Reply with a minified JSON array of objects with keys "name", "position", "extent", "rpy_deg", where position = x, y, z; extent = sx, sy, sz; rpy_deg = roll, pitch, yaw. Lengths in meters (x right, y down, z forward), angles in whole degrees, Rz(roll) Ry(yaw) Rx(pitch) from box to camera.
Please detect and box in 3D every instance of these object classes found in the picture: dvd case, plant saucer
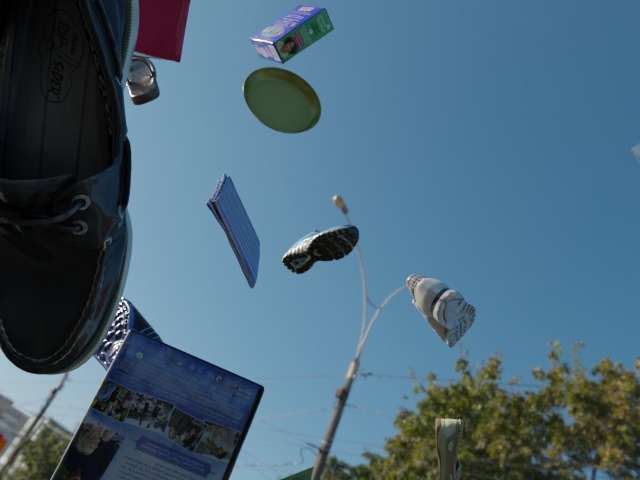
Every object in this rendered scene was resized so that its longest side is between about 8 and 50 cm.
[{"name":"dvd case","position":[-0.191,0.249,0.701],"extent":[0.180,0.253,0.022],"rpy_deg":[25,-27,-6]},{"name":"plant saucer","position":[-0.114,-0.401,1.804],"extent":[0.241,0.241,0.037],"rpy_deg":[31,-37,-5]}]

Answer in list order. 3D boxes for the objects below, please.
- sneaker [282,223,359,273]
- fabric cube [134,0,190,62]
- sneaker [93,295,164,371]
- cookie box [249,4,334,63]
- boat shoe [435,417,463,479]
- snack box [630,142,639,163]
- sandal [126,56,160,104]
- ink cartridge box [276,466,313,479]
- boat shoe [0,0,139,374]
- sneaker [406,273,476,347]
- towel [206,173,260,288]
[{"name":"sneaker","position":[0.000,0.000,1.126],"extent":[0.162,0.073,0.063],"rpy_deg":[-22,-58,32]},{"name":"fabric cube","position":[-0.325,-0.402,0.856],"extent":[0.258,0.259,0.254],"rpy_deg":[7,12,-28]},{"name":"sneaker","position":[-0.248,0.164,0.851],"extent":[0.232,0.081,0.090],"rpy_deg":[44,-5,46]},{"name":"cookie box","position":[-0.047,-0.337,1.008],"extent":[0.092,0.107,0.040],"rpy_deg":[35,-20,52]},{"name":"boat shoe","position":[0.224,0.371,1.057],"extent":[0.048,0.056,0.153],"rpy_deg":[-5,-72,10]},{"name":"snack box","position":[0.277,0.036,0.330],"extent":[0.207,0.174,0.070],"rpy_deg":[35,-57,-27]},{"name":"sandal","position":[-0.425,-0.382,1.421],"extent":[0.090,0.219,0.060],"rpy_deg":[-24,-46,-3]},{"name":"ink cartridge box","position":[-0.052,0.424,0.865],"extent":[0.062,0.109,0.209],"rpy_deg":[46,-43,47]},{"name":"boat shoe","position":[-0.202,-0.060,0.453],"extent":[0.127,0.340,0.113],"rpy_deg":[12,2,-3]},{"name":"sneaker","position":[0.237,0.135,1.217],"extent":[0.094,0.090,0.235],"rpy_deg":[31,-15,34]},{"name":"towel","position":[-0.222,-0.035,1.620],"extent":[0.040,0.336,0.243],"rpy_deg":[-23,-73,4]}]
